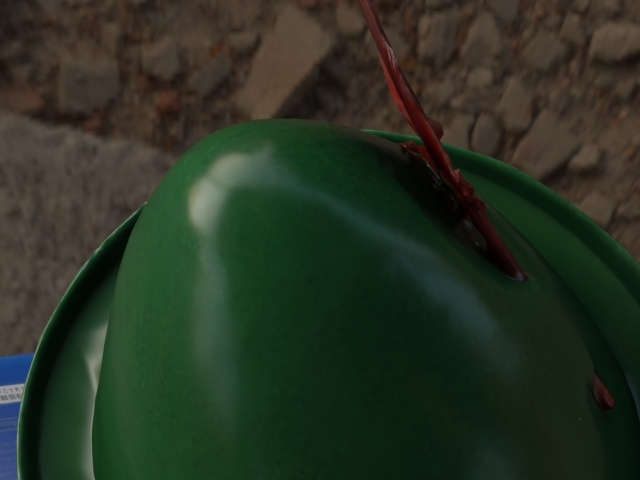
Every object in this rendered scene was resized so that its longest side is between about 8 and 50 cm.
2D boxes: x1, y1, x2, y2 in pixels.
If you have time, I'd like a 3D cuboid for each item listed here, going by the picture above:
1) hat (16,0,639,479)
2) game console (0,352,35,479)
[{"bbox_3d":[0.000,0.000,0.431,0.173,0.183,0.208,-37,66,-16],"label":"hat"},{"bbox_3d":[-0.157,0.204,1.014,0.293,0.173,0.250,-3,45,-42],"label":"game console"}]
